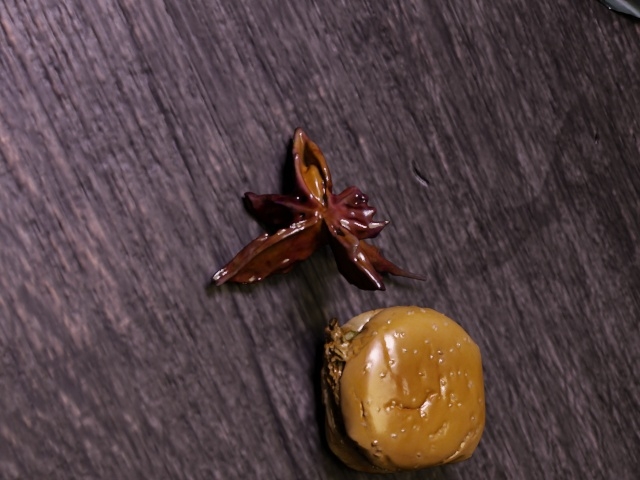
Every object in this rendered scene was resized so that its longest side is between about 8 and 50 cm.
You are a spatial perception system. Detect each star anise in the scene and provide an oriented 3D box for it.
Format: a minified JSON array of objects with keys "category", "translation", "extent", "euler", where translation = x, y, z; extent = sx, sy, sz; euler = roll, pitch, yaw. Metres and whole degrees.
[{"category":"star anise","translation":[0.007,0.005,1.512],"extent":[0.140,0.144,0.158],"euler":[12,62,15]}]

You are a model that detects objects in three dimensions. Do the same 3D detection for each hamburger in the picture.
[{"category":"hamburger","translation":[0.067,0.122,1.510],"extent":[0.147,0.083,0.138],"euler":[2,78,-36]}]

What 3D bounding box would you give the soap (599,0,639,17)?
[{"category":"soap","translation":[0.286,-0.295,1.679],"extent":[0.230,0.145,0.091],"euler":[30,59,-31]}]
